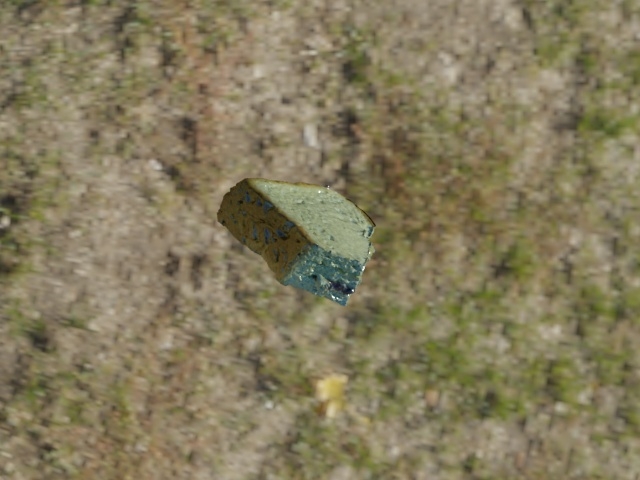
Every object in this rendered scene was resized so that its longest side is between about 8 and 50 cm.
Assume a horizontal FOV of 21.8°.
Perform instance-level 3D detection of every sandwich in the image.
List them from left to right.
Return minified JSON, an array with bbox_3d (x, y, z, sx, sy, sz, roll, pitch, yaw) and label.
[{"bbox_3d":[0.000,0.000,1.011,0.105,0.093,0.035,0,127,-53],"label":"sandwich"}]
